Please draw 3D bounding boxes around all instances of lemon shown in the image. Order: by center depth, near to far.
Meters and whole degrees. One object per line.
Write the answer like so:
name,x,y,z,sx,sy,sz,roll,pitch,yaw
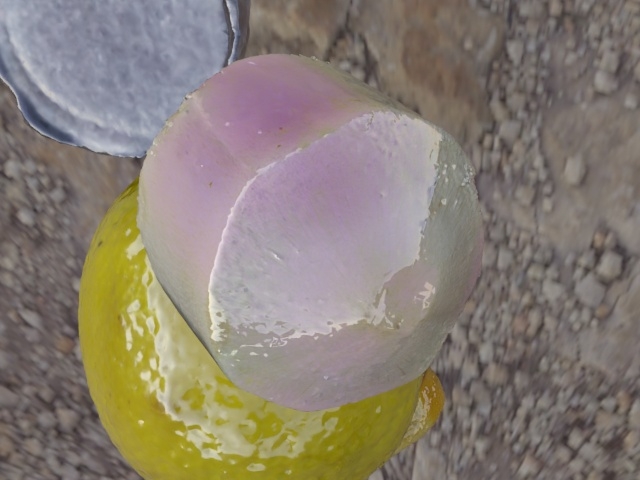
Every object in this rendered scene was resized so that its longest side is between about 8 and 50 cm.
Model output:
lemon,-0.057,0.074,1.594,0.336,0.336,0.336,-1,77,3

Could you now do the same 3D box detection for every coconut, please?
coconut,0.000,0.000,1.314,0.233,0.233,0.245,-38,38,-5

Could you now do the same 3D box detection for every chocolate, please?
chocolate,-0.197,-0.259,1.981,0.303,0.213,0.303,6,111,16

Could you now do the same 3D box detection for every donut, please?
donut,0.059,0.172,1.818,0.152,0.152,0.058,-38,105,-5
